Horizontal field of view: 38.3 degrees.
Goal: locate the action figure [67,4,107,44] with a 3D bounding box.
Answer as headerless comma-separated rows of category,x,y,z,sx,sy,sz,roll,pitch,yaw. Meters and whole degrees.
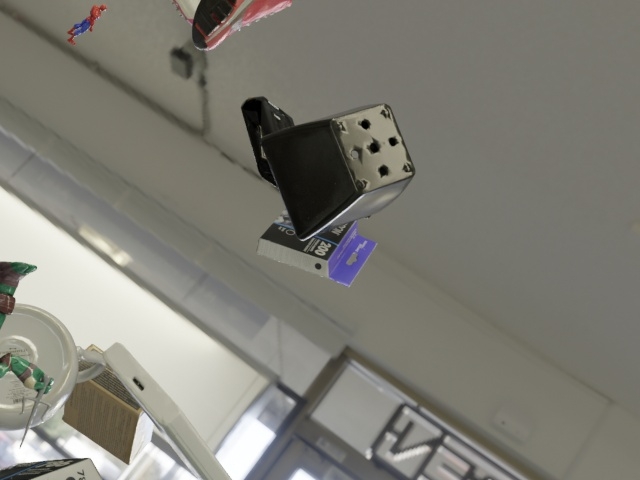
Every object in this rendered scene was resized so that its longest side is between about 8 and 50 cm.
action figure,-0.465,-0.437,1.843,0.030,0.038,0.115,25,-44,-37

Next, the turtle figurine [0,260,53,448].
turtle figurine,-0.412,0.139,1.118,0.118,0.234,0.175,2,-5,14

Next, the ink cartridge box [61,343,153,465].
ink cartridge box,-0.461,0.363,2.019,0.193,0.088,0.235,33,-41,10

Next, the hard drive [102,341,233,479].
hard drive,-0.225,0.312,1.476,0.203,0.040,0.307,36,-22,42

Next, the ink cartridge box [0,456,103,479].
ink cartridge box,-0.431,0.350,1.239,0.165,0.065,0.332,-13,-4,32

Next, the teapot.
teapot,-0.573,0.250,1.724,0.256,0.252,0.187,32,-34,0

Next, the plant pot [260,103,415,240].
plant pot,0.044,-0.130,1.515,0.167,0.187,0.188,-24,-93,57

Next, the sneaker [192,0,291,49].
sneaker,-0.125,-0.481,1.838,0.136,0.314,0.116,30,24,-43

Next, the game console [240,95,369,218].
game console,-0.013,-0.133,1.799,0.361,0.044,0.213,32,31,-43

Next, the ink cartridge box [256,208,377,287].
ink cartridge box,0.000,0.000,1.921,0.208,0.206,0.045,21,-58,10

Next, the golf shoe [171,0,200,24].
golf shoe,-0.328,-0.672,2.218,0.115,0.140,0.306,-72,140,-82
